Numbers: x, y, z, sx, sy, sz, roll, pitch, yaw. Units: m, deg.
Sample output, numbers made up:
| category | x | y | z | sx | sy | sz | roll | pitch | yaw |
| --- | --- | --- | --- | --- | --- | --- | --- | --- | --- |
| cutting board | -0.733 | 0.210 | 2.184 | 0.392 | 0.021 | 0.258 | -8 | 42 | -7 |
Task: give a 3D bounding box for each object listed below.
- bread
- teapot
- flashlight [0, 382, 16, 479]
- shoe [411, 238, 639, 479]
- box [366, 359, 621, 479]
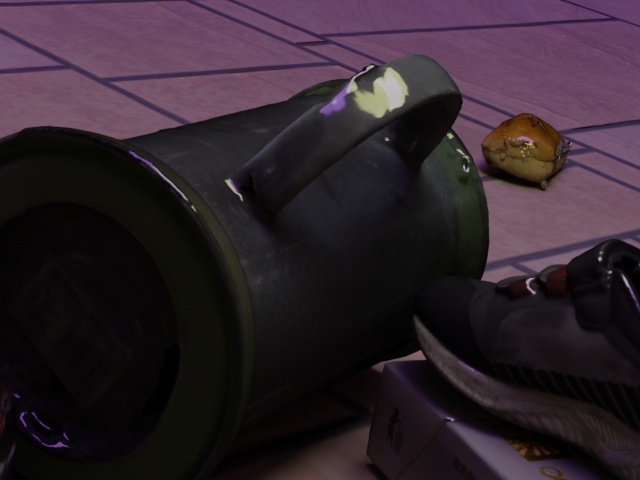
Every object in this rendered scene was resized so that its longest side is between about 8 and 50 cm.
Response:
| category | x | y | z | sx | sy | sz | roll | pitch | yaw |
| --- | --- | --- | --- | --- | --- | --- | --- | --- | --- |
| bread | 0.195 | -0.089 | 1.504 | 0.072 | 0.053 | 0.106 | 21 | 17 | 16 |
| teapot | -0.024 | -0.005 | 0.891 | 0.200 | 0.270 | 0.337 | 49 | 30 | 12 |
| flashlight | -0.261 | 0.097 | 0.737 | 0.232 | 0.093 | 0.093 | 5 | 21 | -4 |
| shoe | 0.152 | 0.051 | 0.822 | 0.227 | 0.112 | 0.099 | 30 | 27 | 32 |
| box | 0.147 | 0.141 | 0.840 | 0.155 | 0.067 | 0.243 | 1 | 23 | -30 |
